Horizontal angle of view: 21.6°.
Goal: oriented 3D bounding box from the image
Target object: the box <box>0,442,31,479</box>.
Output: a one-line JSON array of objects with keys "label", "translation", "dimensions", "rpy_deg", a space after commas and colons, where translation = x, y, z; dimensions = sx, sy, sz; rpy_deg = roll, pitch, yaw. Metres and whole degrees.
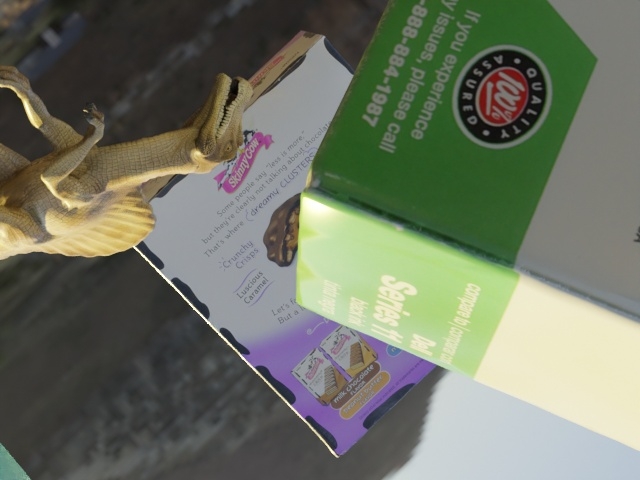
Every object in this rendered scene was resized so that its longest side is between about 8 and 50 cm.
[{"label": "box", "translation": [-0.269, 0.204, 0.966], "dimensions": [0.244, 0.060, 0.100], "rpy_deg": [-49, 167, 33]}]

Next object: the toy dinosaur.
[{"label": "toy dinosaur", "translation": [-0.107, -0.013, 0.597], "dimensions": [0.183, 0.093, 0.053], "rpy_deg": [-24, -127, 35]}]

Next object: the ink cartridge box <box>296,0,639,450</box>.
[{"label": "ink cartridge box", "translation": [0.118, -0.020, 0.387], "dimensions": [0.087, 0.208, 0.153], "rpy_deg": [97, 18, -69]}]

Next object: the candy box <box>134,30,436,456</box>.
[{"label": "candy box", "translation": [0.000, 0.000, 1.006], "dimensions": [0.165, 0.196, 0.070], "rpy_deg": [-43, -165, -1]}]
